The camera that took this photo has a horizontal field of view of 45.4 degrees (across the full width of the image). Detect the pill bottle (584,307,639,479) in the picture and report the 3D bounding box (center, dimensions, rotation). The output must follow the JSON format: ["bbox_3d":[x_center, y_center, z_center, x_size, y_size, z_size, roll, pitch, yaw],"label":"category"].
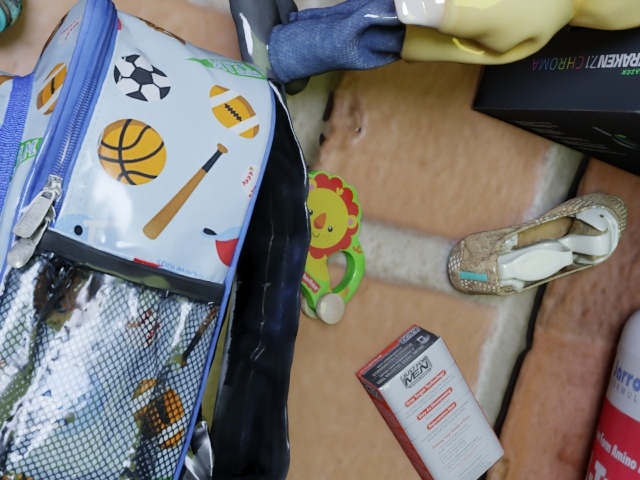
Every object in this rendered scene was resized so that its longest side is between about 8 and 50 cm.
[{"bbox_3d":[0.373,0.196,0.699,0.229,0.229,0.408,9,96,-27],"label":"pill bottle"}]

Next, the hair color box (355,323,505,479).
[{"bbox_3d":[0.097,0.150,0.662,0.072,0.043,0.141,-36,114,-15],"label":"hair color box"}]

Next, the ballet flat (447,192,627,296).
[{"bbox_3d":[0.211,0.008,0.675,0.206,0.067,0.073,-19,107,-22],"label":"ballet flat"}]

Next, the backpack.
[{"bbox_3d":[-0.138,0.004,0.417,0.213,0.276,0.263,30,74,-28],"label":"backpack"}]

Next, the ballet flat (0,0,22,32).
[{"bbox_3d":[-0.229,-0.192,0.404,0.070,0.070,0.188,-46,143,-11],"label":"ballet flat"}]

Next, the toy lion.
[{"bbox_3d":[0.000,0.000,0.596,0.100,0.034,0.096,47,71,-25],"label":"toy lion"}]

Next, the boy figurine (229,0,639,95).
[{"bbox_3d":[0.088,-0.151,0.471,0.285,0.177,0.092,-10,104,21],"label":"boy figurine"}]

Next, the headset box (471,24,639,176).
[{"bbox_3d":[0.296,-0.123,0.591,0.283,0.246,0.131,15,93,-26],"label":"headset box"}]
